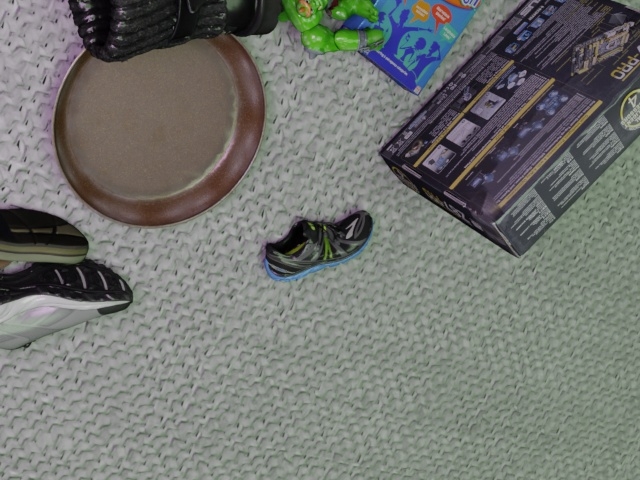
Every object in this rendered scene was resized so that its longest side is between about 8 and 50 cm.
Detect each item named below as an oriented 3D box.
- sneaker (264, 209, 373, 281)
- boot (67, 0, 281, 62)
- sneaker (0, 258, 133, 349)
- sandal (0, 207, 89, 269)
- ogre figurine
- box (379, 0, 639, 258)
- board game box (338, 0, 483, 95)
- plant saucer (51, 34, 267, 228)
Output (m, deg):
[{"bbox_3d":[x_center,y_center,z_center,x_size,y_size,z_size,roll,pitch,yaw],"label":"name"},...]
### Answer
[{"bbox_3d":[0.000,0.000,1.820,0.188,0.067,0.078,-24,128,-15],"label":"sneaker"},{"bbox_3d":[-0.184,-0.399,1.436,0.260,0.131,0.347,-13,100,-36],"label":"boot"},{"bbox_3d":[-0.395,0.094,1.635,0.272,0.100,0.108,-8,129,-23],"label":"sneaker"},{"bbox_3d":[-0.451,0.005,1.546,0.303,0.120,0.086,13,119,-33],"label":"sandal"},{"bbox_3d":[0.003,-0.337,1.651,0.118,0.097,0.197,-32,123,-15],"label":"ogre figurine"},{"bbox_3d":[0.317,-0.195,1.757,0.395,0.318,0.097,-46,125,-4],"label":"box"},{"bbox_3d":[0.143,-0.345,1.756,0.160,0.047,0.210,32,94,-35],"label":"board game box"},{"bbox_3d":[-0.224,-0.167,1.631,0.311,0.050,0.310,-12,116,-25],"label":"plant saucer"}]
